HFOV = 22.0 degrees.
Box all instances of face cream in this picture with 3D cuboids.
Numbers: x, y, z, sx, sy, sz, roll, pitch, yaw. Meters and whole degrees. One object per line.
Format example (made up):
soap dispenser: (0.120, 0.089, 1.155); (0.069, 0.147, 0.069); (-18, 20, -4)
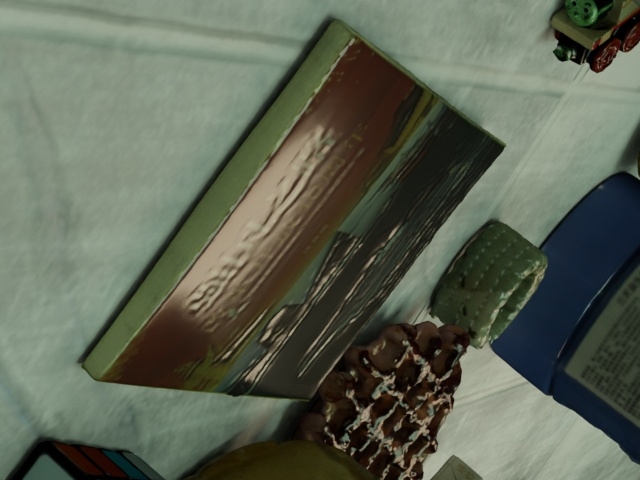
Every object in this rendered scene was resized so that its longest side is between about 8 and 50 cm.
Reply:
face cream: (0.341, 0.089, 1.747); (0.249, 0.225, 0.249); (-42, 157, -22)

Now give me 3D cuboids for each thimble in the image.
thimble: (0.152, 0.041, 1.491); (0.110, 0.062, 0.084); (-53, 159, 2)

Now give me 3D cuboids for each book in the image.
book: (0.000, 0.000, 1.147); (0.262, 0.028, 0.374); (-52, 160, 7)

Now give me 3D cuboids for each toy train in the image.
toy train: (0.235, -0.191, 1.293); (0.138, 0.050, 0.087); (-37, 151, -31)

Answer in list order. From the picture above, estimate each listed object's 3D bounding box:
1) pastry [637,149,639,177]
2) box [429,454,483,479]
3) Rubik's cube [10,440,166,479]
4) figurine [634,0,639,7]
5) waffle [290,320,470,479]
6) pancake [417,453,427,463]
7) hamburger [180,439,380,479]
pastry: (0.391, -0.112, 1.713); (0.153, 0.081, 0.153); (-41, 157, -21)
box: (0.049, 0.359, 1.716); (0.204, 0.051, 0.365); (-53, 171, 21)
Rubik's cube: (-0.141, 0.237, 1.061); (0.154, 0.155, 0.151); (-52, 162, 2)
figurine: (0.366, -0.273, 1.169); (0.394, 0.226, 0.274); (-23, -168, -16)
waffle: (0.043, 0.168, 1.444); (0.221, 0.055, 0.234); (-20, 136, -43)
pancake: (0.017, 0.271, 1.613); (0.282, 0.049, 0.282); (-44, 159, -22)
hamburger: (-0.011, 0.292, 1.241); (0.260, 0.283, 0.144); (-14, 132, -36)
